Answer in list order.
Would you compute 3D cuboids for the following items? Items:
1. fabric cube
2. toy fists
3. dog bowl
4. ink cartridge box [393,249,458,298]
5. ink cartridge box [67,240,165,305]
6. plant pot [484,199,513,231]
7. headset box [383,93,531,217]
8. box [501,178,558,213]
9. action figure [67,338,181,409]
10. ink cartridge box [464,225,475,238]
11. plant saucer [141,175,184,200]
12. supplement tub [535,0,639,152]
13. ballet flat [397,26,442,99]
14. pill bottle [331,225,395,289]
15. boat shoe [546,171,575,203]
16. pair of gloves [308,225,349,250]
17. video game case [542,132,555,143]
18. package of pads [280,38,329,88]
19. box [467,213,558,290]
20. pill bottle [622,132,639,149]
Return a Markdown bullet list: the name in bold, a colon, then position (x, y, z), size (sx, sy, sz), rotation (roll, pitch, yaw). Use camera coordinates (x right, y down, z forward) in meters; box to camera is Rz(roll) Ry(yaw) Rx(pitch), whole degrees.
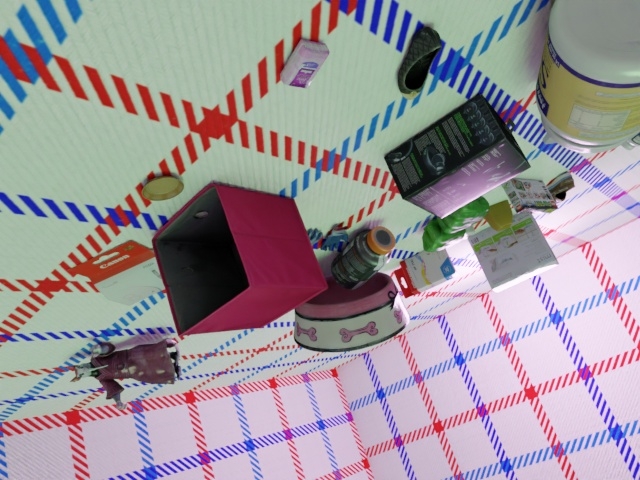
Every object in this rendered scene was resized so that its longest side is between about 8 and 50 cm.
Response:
- **fabric cube**: position (-0.188, 0.050, 1.245), size (0.254, 0.259, 0.258), rotation (-35, 156, 32)
- **toy fists**: position (0.428, -0.053, 1.773), size (0.142, 0.096, 0.279), rotation (-20, 160, -29)
- **dog bowl**: position (0.094, 0.228, 1.851), size (0.408, 0.150, 0.408), rotation (-11, -167, 3)
- **ink cartridge box**: position (0.404, 0.123, 2.112), size (0.231, 0.134, 0.078), rotation (-27, 159, 15)
- **ink cartridge box**: position (-0.478, 0.089, 1.353), size (0.189, 0.066, 0.232), rotation (-24, 163, 9)
- **plant pot**: position (0.636, -0.081, 1.901), size (0.081, 0.083, 0.081), rotation (-20, 159, 0)
- **headset box**: position (0.343, -0.195, 1.299), size (0.283, 0.131, 0.246), rotation (-32, 156, 26)
- **box**: position (0.684, -0.144, 1.752), size (0.207, 0.114, 0.036), rotation (-2, 152, -39)
- **action figure**: position (-0.681, 0.418, 1.876), size (0.370, 0.248, 0.276), rotation (-2, -162, -12)
- **ink cartridge box**: position (0.512, -0.023, 2.004), size (0.115, 0.029, 0.063), rotation (-10, 157, -26)
- **plant saucer**: position (-0.317, -0.107, 1.077), size (0.083, 0.015, 0.083), rotation (-18, 158, -8)
- **supplement tub**: position (0.541, -0.328, 1.011), size (0.241, 0.241, 0.331), rotation (-23, 158, 7)
- **ballet flat**: position (0.178, -0.312, 0.982), size (0.057, 0.049, 0.173), rotation (-16, 158, -10)
- **pill bottle**: position (0.140, 0.051, 1.709), size (0.130, 0.130, 0.246), rotation (-7, 155, -31)
- **boat shoe**: position (0.827, -0.165, 1.893), size (0.066, 0.066, 0.183), rotation (-14, 158, -14)
- **pair of gloves**: position (0.000, 0.000, 1.612), size (0.198, 0.023, 0.159), rotation (-11, 159, -20)
- **video game case**: position (0.710, -0.337, 1.395), size (0.193, 0.023, 0.212), rotation (-10, 150, -15)
- **package of pads**: position (-0.027, -0.289, 0.879), size (0.050, 0.032, 0.083), rotation (-1, 152, -34)
- **box**: position (0.750, 0.042, 2.098), size (0.262, 0.231, 0.127), rotation (-30, 157, 21)
- **pill bottle**: position (0.974, -0.329, 1.631), size (0.067, 0.067, 0.120), rotation (-10, 157, -24)
